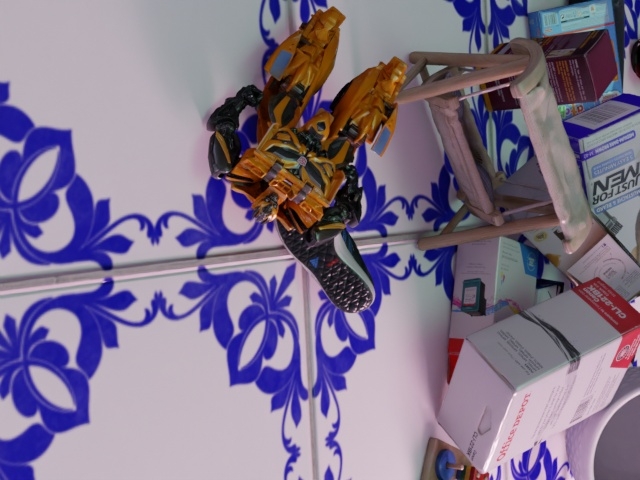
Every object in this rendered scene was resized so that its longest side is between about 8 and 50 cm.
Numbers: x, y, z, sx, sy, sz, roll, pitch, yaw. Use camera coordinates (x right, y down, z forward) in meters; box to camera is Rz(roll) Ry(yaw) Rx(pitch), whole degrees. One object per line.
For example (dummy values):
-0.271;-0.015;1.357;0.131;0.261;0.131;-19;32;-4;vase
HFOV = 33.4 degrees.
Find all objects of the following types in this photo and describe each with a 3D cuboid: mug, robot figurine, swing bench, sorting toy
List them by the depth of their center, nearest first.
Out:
-0.009;-0.135;1.247;0.211;0.085;0.291;35;53;-13;robot figurine
0.234;-0.129;1.464;0.165;0.255;0.253;-49;126;-41;swing bench
0.197;0.382;1.577;0.132;0.046;0.274;34;63;-46;sorting toy
0.522;0.385;1.808;0.374;0.276;0.328;-51;180;2;mug

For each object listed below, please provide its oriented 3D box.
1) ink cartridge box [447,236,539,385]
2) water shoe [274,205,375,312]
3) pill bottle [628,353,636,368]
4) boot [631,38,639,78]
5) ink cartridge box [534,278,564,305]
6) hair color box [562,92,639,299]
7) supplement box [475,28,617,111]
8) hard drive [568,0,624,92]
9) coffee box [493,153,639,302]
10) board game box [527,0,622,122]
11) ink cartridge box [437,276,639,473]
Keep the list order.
0.266;0.115;1.644;0.134;0.078;0.231;15;78;-51;ink cartridge box
0.000;0.000;1.329;0.203;0.073;0.080;61;11;-22;water shoe
0.567;0.217;2.036;0.067;0.067;0.120;50;52;-39;pill bottle
0.718;-0.317;2.230;0.176;0.088;0.244;-35;108;-46;boot
0.352;0.172;1.754;0.097;0.046;0.207;-8;105;-51;ink cartridge box
0.520;-0.065;1.879;0.185;0.110;0.339;-25;117;-18;hair color box
0.355;-0.266;1.675;0.104;0.188;0.081;-46;124;-42;supplement box
0.513;-0.353;1.988;0.172;0.054;0.254;4;87;-52;hard drive
0.406;-0.006;1.715;0.246;0.098;0.141;41;16;-27;coffee box
0.450;-0.307;1.867;0.160;0.039;0.211;-16;103;-22;board game box
0.321;0.195;1.557;0.273;0.114;0.197;-21;140;-30;ink cartridge box
